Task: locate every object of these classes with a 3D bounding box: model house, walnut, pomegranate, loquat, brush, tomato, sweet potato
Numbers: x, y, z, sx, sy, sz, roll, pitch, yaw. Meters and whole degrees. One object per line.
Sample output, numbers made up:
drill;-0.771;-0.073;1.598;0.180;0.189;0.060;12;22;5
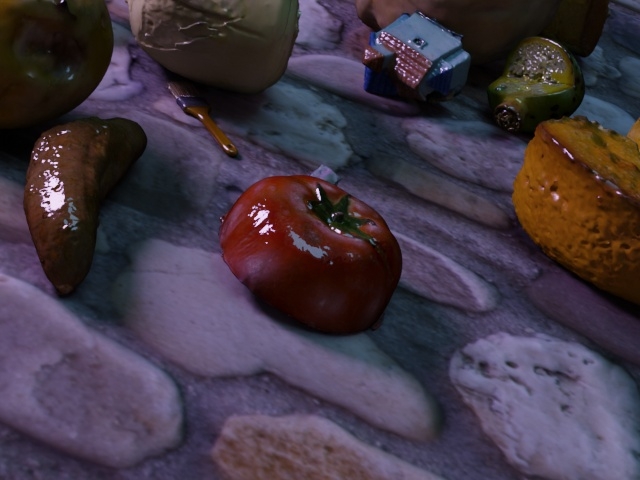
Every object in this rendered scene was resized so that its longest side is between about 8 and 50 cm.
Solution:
model house;0.118;-0.251;2.137;0.148;0.119;0.149;38;43;25
walnut;0.211;-0.446;2.302;0.381;0.381;0.381;16;29;-9
pomegranate;0.322;-0.214;2.194;0.143;0.122;0.169;5;57;30
loquat;-0.364;-0.241;1.687;0.244;0.243;0.244;16;29;-9
brush;-0.149;-0.158;1.890;0.043;0.014;0.170;-4;38;-35
tomato;0.000;-0.001;1.623;0.225;0.085;0.225;19;34;-13
sweet potato;-0.266;-0.069;1.590;0.114;0.092;0.341;41;25;-16

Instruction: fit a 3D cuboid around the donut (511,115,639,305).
donut;0.469;-0.025;1.925;0.435;0.163;0.377;-8;41;-44

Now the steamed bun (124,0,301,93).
steamed bun;-0.148;-0.288;1.954;0.232;0.166;0.273;9;5;-9

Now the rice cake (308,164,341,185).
rice cake;-0.034;-0.045;1.754;0.033;0.033;0.208;38;33;9

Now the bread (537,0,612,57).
bread;0.424;-0.449;2.516;0.146;0.268;0.268;5;30;-2
